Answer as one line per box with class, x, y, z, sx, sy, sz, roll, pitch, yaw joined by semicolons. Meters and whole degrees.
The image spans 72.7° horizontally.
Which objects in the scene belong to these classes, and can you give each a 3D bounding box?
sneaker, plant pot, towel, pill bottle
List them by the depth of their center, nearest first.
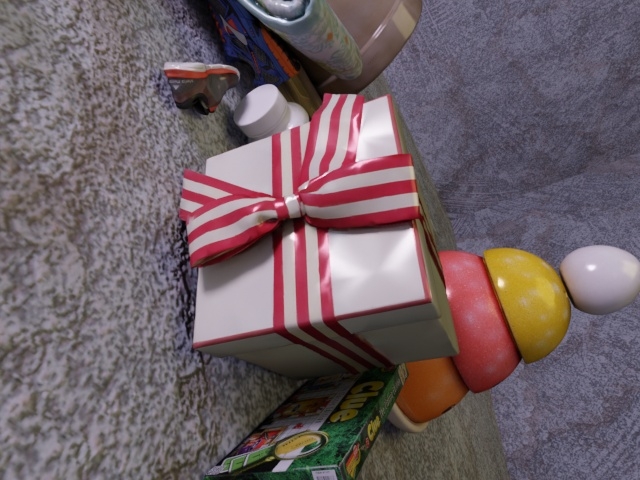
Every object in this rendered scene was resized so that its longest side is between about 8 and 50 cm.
sneaker;-0.157;-0.202;0.584;0.158;0.061;0.065;-49;142;-65
pill bottle;-0.047;-0.149;0.695;0.193;0.108;0.108;44;32;-45
sneaker;-0.135;-0.334;0.702;0.221;0.087;0.083;48;18;-5
towel;-0.095;-0.431;0.705;0.374;0.090;0.320;47;21;6
plant pot;0.019;-0.523;0.990;0.280;0.323;0.323;34;37;-29

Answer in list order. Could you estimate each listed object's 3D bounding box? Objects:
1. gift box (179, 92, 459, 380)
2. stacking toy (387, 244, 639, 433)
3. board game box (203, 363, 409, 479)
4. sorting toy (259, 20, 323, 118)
gift box;0.000;0.000;0.501;0.258;0.254;0.277;47;28;-57
stacking toy;0.313;0.126;0.786;0.351;0.479;0.351;48;30;-40
board game box;0.007;0.191;0.474;0.259;0.136;0.031;-10;87;-68
sorting toy;-0.065;-0.313;0.907;0.307;0.041;0.229;57;24;-18
